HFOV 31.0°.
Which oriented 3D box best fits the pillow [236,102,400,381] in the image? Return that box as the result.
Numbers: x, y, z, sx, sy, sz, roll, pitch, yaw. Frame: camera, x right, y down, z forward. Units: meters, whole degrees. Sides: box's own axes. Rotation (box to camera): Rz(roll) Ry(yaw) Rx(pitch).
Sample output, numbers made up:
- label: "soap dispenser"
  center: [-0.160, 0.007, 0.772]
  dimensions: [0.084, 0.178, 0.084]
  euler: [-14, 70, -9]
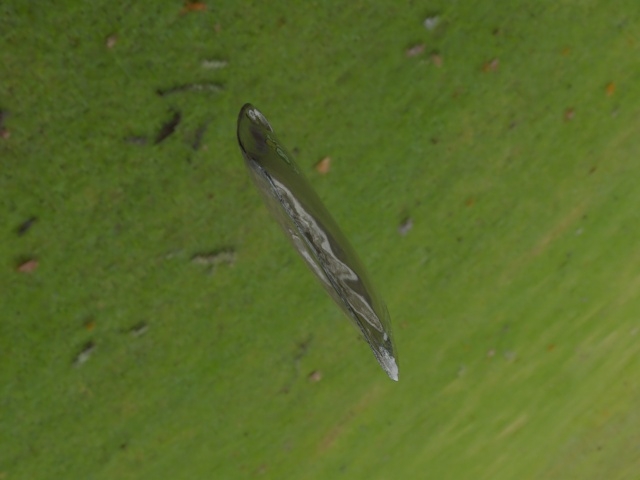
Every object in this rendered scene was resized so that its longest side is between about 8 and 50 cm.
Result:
- label: "pillow"
  center: [0.001, 0.000, 0.840]
  dimensions: [0.033, 0.217, 0.130]
  euler: [-30, -161, 12]
